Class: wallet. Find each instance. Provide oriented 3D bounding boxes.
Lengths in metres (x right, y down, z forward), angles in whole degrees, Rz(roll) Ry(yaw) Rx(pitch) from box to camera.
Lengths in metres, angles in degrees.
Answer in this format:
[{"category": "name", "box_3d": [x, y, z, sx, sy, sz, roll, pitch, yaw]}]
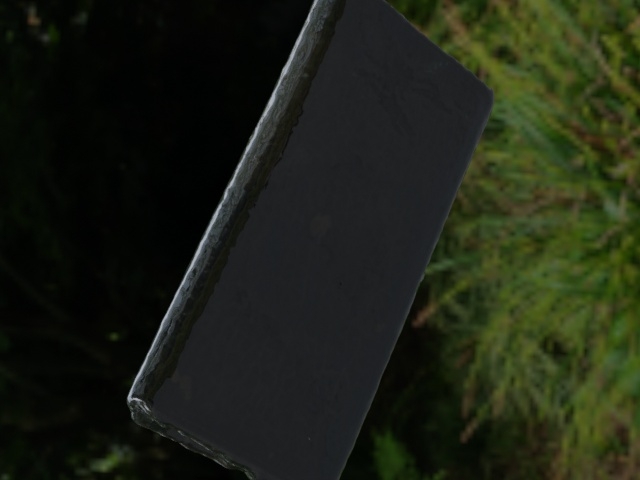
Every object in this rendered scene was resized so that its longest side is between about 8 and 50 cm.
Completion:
[{"category": "wallet", "box_3d": [0.000, 0.000, 1.053, 0.044, 0.170, 0.321, 6, 67, 51]}]
